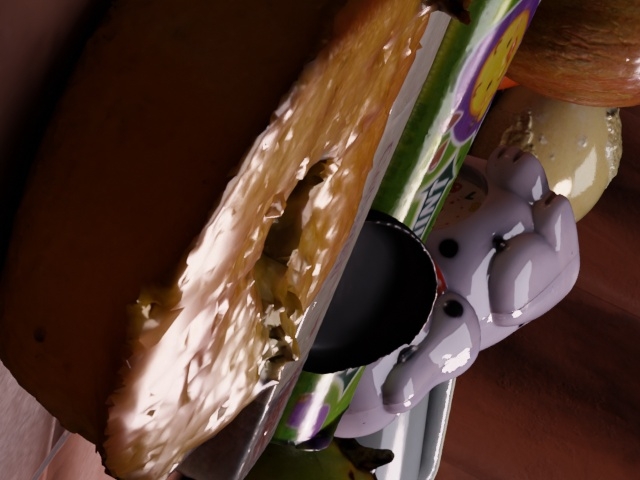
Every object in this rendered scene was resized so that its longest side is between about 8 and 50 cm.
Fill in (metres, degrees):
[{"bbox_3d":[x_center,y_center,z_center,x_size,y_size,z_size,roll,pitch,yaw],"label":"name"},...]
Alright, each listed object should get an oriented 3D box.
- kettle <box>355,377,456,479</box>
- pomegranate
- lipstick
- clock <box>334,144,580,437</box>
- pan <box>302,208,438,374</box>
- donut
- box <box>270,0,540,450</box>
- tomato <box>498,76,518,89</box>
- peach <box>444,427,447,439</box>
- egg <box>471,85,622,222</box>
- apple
[{"bbox_3d":[0.032,0.183,1.657,0.210,0.160,0.243,1,109,-45],"label":"kettle"},{"bbox_3d":[-0.036,0.233,1.502,0.156,0.156,0.220,-41,154,-69],"label":"pomegranate"},{"bbox_3d":[-0.010,-0.036,1.056,0.076,0.079,0.371,-48,164,-59],"label":"lipstick"},{"bbox_3d":[0.054,0.045,1.492,0.254,0.189,0.189,-40,159,-39],"label":"clock"},{"bbox_3d":[-0.001,-0.002,1.186,0.115,0.040,0.212,-28,133,-4],"label":"pan"},{"bbox_3d":[-0.037,-0.022,0.807,0.253,0.118,0.253,-63,175,-11],"label":"donut"},{"bbox_3d":[0.036,-0.034,1.288,0.346,0.097,0.134,-65,168,20],"label":"box"},{"bbox_3d":[0.181,-0.201,1.648,0.228,0.112,0.199,-58,173,-17],"label":"tomato"},{"bbox_3d":[0.027,0.228,1.922,0.251,0.153,0.251,21,90,-86],"label":"peach"},{"bbox_3d":[0.250,-0.102,2.232,0.164,0.164,0.201,1,113,-81],"label":"egg"},{"bbox_3d":[0.197,-0.199,1.443,0.211,0.187,0.211,18,90,-78],"label":"apple"}]
